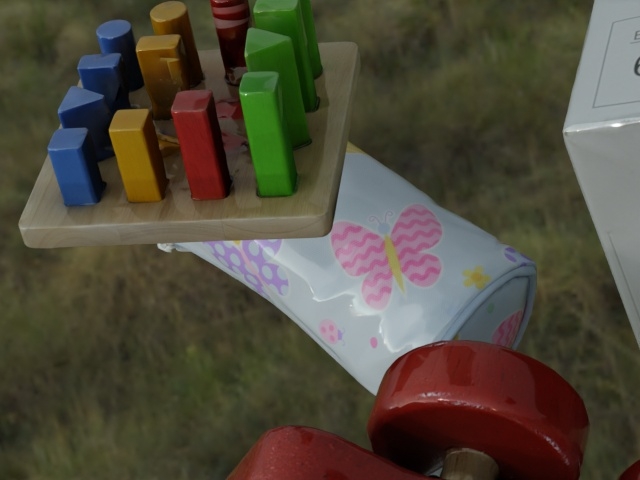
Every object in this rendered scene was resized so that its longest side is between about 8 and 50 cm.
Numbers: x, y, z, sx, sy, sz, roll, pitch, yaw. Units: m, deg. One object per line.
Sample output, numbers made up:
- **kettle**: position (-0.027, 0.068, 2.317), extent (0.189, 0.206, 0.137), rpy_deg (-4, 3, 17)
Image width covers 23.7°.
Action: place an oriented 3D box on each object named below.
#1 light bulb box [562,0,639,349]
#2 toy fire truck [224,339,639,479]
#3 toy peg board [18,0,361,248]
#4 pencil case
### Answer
- **light bulb box**: position (0.348, -0.111, 0.795), extent (0.358, 0.225, 0.361), rpy_deg (-5, 43, 25)
- **toy fire truck**: position (0.078, 0.198, 0.717), extent (0.302, 0.254, 0.169), rpy_deg (25, 50, -8)
- **toy peg board**: position (-0.069, -0.079, 0.804), extent (0.161, 0.079, 0.161), rpy_deg (-2, 38, 10)
- **pencil case**: position (0.000, 0.000, 0.944), extent (0.273, 0.113, 0.124), rpy_deg (34, 84, 27)
